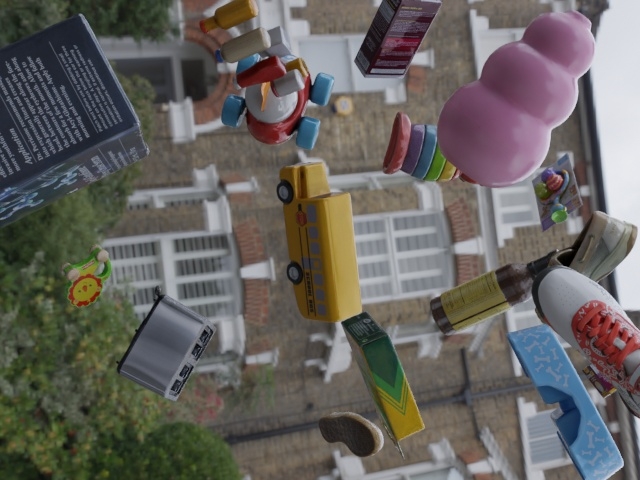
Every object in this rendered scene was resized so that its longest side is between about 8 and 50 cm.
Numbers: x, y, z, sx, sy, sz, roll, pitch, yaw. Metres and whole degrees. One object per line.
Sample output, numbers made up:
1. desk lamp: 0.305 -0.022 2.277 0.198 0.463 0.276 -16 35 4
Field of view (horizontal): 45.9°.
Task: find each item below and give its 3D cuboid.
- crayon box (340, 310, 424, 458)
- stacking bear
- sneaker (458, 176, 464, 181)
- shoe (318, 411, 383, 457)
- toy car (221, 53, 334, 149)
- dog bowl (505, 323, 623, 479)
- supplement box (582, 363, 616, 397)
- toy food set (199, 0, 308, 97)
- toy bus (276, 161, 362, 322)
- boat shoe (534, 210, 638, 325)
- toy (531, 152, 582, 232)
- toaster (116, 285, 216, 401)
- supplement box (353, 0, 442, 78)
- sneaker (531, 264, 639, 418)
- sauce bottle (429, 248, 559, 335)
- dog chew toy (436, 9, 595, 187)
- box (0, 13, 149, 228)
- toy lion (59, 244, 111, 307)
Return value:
1. crayon box: 0.163 0.359 1.915 0.203 0.083 0.323 -137 -155 -74
2. stacking bear: 0.334 -0.229 2.060 0.164 0.289 0.175 -97 -160 -76
3. sneaker: 0.478 -0.230 2.246 0.162 0.073 0.063 -42 -112 30
4. shoe: 0.065 0.350 1.404 0.219 0.058 0.076 -12 -90 65
5. toy car: -0.097 -0.326 1.638 0.238 0.219 0.210 87 21 -85
6. dog bowl: 0.423 0.279 1.308 0.297 0.074 0.166 63 7 10
7. supplement box: 0.681 0.331 1.827 0.083 0.043 0.055 56 -12 21
8. toy food set: -0.115 -0.330 1.375 0.232 0.104 0.111 35 42 -60
9. toy bus: 0.000 0.000 1.628 0.130 0.108 0.332 3 -77 44
10. boat shoe: 0.491 0.055 1.477 0.109 0.098 0.302 -63 179 -41
11. toy: 0.646 -0.146 2.119 0.137 0.056 0.237 -42 -150 34
12. toaster: -0.284 0.197 1.404 0.168 0.110 0.185 -62 173 -15
13. supplement box: 0.193 -0.527 1.921 0.073 0.130 0.239 63 -37 30
14. sneaker: 0.396 0.140 0.974 0.270 0.090 0.145 49 -4 -4
15. sauce bottle: 0.446 0.127 1.886 0.111 0.344 0.111 52 23 -32
16. dog chew toy: 0.358 -0.259 1.352 0.332 0.206 0.206 -55 -148 17
17. box: -0.526 -0.178 1.314 0.212 0.395 0.293 62 -9 -2
18. toy lion: -0.424 0.071 1.378 0.034 0.100 0.096 27 -37 38
